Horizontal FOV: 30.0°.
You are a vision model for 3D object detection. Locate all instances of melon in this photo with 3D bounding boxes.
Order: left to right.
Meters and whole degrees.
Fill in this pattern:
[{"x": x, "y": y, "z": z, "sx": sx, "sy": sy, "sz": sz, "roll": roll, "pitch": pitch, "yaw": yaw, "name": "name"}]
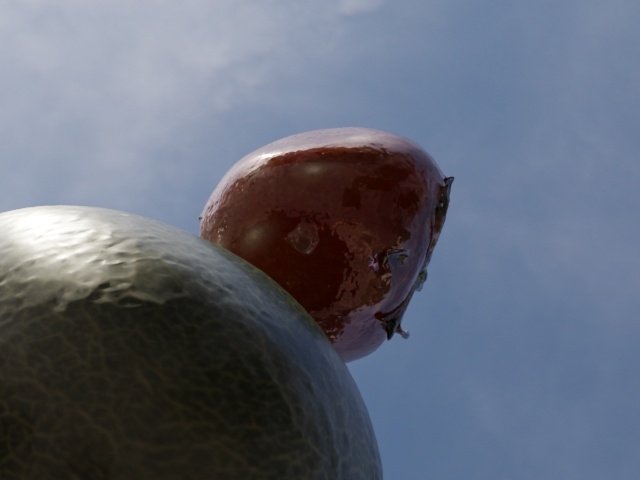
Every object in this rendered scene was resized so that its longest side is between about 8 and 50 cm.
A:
[{"x": -0.110, "y": 0.106, "z": 0.598, "sx": 0.301, "sy": 0.237, "sz": 0.238, "roll": 28, "pitch": -80, "yaw": 40, "name": "melon"}]

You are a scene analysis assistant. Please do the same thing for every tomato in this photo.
[{"x": 0.000, "y": 0.000, "z": 0.765, "sx": 0.167, "sy": 0.167, "sz": 0.167, "roll": -2, "pitch": -94, "yaw": 27, "name": "tomato"}]
